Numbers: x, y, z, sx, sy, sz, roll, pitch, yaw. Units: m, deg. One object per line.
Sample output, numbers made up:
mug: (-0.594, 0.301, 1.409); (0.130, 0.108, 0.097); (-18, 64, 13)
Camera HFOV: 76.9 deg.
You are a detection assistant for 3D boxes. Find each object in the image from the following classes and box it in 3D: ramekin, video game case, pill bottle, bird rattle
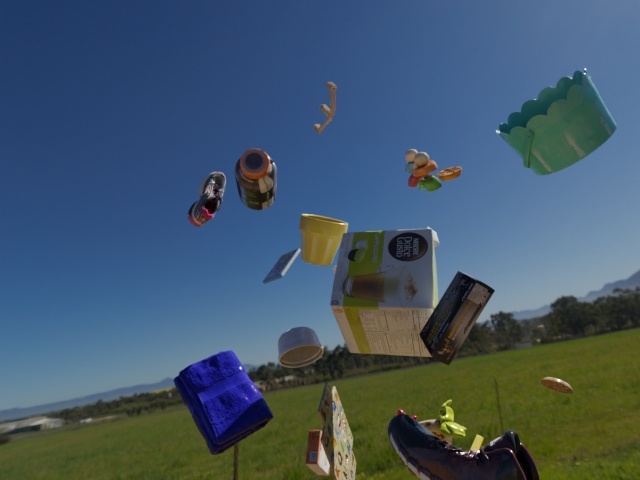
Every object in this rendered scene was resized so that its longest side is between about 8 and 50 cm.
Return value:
ramekin: (-0.099, 0.484, 1.848); (0.207, 0.109, 0.207); (-11, -41, -10)
video game case: (-0.158, 0.103, 1.648); (0.119, 0.015, 0.166); (-22, 25, 42)
pill bottle: (-0.203, -0.195, 1.279); (0.131, 0.130, 0.245); (-8, -14, -9)
bird rattle: (0.381, 0.685, 1.428); (0.254, 0.143, 0.206); (-18, -53, 0)

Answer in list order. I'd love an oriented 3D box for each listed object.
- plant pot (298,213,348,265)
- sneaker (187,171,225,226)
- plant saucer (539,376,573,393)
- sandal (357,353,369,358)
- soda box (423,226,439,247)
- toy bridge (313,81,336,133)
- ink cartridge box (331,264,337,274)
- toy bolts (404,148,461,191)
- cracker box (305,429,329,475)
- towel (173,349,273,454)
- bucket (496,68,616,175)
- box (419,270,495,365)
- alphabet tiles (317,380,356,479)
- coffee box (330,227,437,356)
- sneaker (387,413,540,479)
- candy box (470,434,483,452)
plant pot: (0.000, 0.000, 2.130); (0.254, 0.238, 0.254); (11, 7, -1)
sneaker: (-0.485, -0.192, 1.821); (0.112, 0.299, 0.121); (-18, -43, 36)
plant saucer: (0.661, 0.402, 1.127); (0.084, 0.015, 0.083); (24, -22, 11)
sandal: (0.188, 0.500, 2.039); (0.060, 0.219, 0.090); (16, -49, -30)
soda box: (0.424, 0.030, 1.822); (0.069, 0.073, 0.216); (28, -48, -33)
toy bridge: (0.022, -0.459, 1.431); (0.026, 0.063, 0.188); (-18, -34, -34)
ink cartridge box: (0.228, 0.108, 2.002); (0.283, 0.117, 0.207); (-28, -1, -31)
toy bolts: (0.458, -0.323, 1.719); (0.218, 0.158, 0.228); (-26, 19, -12)
cracker box: (-0.006, 1.064, 2.019); (0.067, 0.155, 0.232); (-5, -42, 14)
towel: (-0.326, 0.519, 1.345); (0.228, 0.308, 0.076); (-22, -39, -31)
bucket: (0.691, -0.336, 1.188); (0.281, 0.183, 0.281); (-39, 7, 6)
box: (0.366, 0.203, 1.107); (0.056, 0.230, 0.183); (30, 6, 1)
alphabet tiles: (0.060, 0.669, 1.357); (0.011, 0.342, 0.285); (-16, 10, 13)
coffee box: (0.254, 0.192, 1.472); (0.335, 0.337, 0.338); (-2, -42, 17)
sneaker: (0.242, 0.346, 0.653); (0.107, 0.162, 0.281); (11, 17, -40)
candy box: (0.497, 0.757, 1.343); (0.027, 0.205, 0.105); (20, 32, 33)
